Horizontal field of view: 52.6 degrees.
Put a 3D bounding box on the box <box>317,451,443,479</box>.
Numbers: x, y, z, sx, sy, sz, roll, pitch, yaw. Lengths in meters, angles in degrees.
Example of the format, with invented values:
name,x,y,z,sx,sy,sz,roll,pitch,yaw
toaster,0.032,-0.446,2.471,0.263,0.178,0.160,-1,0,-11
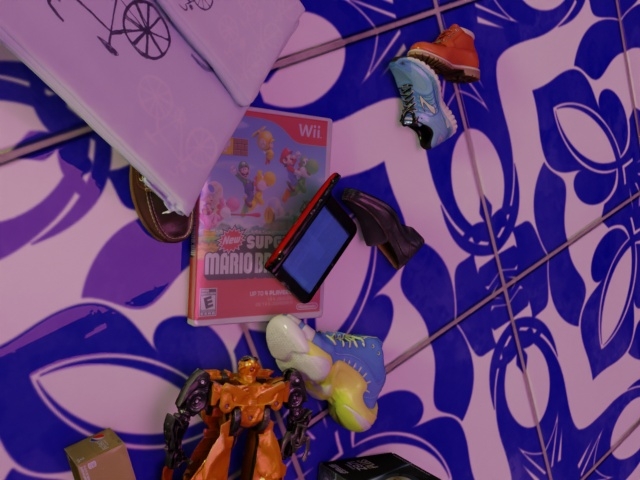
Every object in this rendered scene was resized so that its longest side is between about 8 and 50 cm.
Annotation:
name,x,y,z,sx,sy,sz,roll,pitch,yaw
box,0.102,0.383,0.941,0.147,0.180,0.078,5,93,-34

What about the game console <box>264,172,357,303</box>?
name,x,y,z,sx,sy,sz,roll,pitch,yaw
game console,0.000,0.000,0.868,0.085,0.124,0.144,36,71,-5

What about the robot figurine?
name,x,y,z,sx,sy,sz,roll,pitch,yaw
robot figurine,-0.118,0.291,0.841,0.211,0.085,0.291,8,90,-35

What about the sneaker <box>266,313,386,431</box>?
name,x,y,z,sx,sy,sz,roll,pitch,yaw
sneaker,0.018,0.162,0.933,0.240,0.091,0.126,57,51,-30

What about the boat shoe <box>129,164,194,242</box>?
name,x,y,z,sx,sy,sz,roll,pitch,yaw
boat shoe,-0.188,-0.094,0.768,0.073,0.073,0.207,-20,107,-35

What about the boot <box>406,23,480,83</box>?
name,x,y,z,sx,sy,sz,roll,pitch,yaw
boot,0.193,-0.302,1.021,0.157,0.059,0.085,0,91,-43

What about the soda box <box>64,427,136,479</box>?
name,x,y,z,sx,sy,sz,roll,pitch,yaw
soda box,-0.245,0.323,0.771,0.058,0.061,0.182,-21,106,-32

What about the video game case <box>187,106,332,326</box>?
name,x,y,z,sx,sy,sz,roll,pitch,yaw
video game case,-0.077,-0.032,0.875,0.204,0.025,0.286,1,94,-35

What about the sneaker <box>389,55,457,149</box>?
name,x,y,z,sx,sy,sz,roll,pitch,yaw
sneaker,0.151,-0.209,0.994,0.073,0.063,0.162,-45,117,-19

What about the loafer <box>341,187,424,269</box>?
name,x,y,z,sx,sy,sz,roll,pitch,yaw
loafer,0.088,-0.017,0.971,0.170,0.062,0.061,37,79,-30

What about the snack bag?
name,x,y,z,sx,sy,sz,roll,pitch,yaw
snack bag,-0.165,-0.249,0.692,0.323,0.037,0.343,50,56,-42
